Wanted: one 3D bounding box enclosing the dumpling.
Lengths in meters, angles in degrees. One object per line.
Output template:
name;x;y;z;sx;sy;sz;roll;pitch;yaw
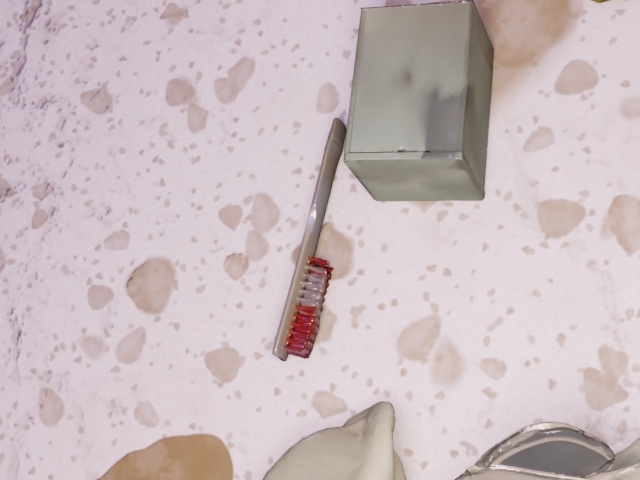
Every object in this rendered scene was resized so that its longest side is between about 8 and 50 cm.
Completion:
dumpling;0.009;0.329;1.239;0.187;0.243;0.318;11;85;-2

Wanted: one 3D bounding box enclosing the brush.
brush;0.000;0.000;1.454;0.050;0.060;0.321;10;77;14

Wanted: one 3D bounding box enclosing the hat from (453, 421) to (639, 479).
hat;0.257;0.265;1.153;0.275;0.232;0.161;1;73;6

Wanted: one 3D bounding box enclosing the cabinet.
cabinet;0.127;-0.169;1.400;0.145;0.150;0.206;0;73;20

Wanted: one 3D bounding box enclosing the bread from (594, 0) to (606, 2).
bread;0.373;-0.336;1.401;0.110;0.060;0.066;-14;97;21
